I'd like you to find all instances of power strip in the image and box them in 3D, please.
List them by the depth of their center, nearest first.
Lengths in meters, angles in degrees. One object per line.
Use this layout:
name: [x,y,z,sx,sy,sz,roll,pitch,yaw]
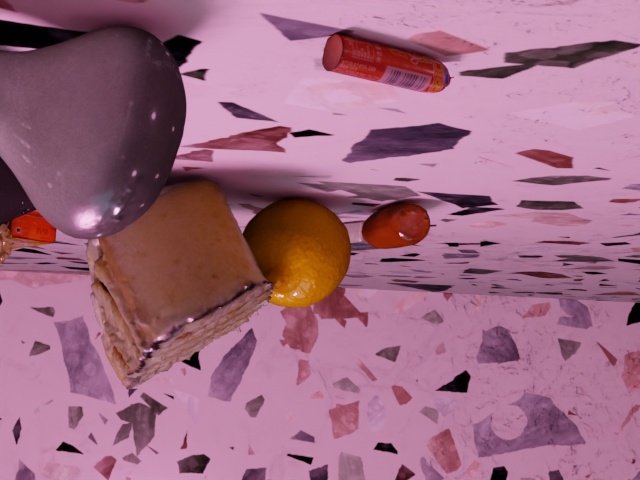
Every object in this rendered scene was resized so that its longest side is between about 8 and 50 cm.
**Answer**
power strip: [0.000,0.000,2.098,0.106,0.043,0.367,9,170,-41]

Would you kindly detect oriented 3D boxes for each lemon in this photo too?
lemon: [-0.041,0.019,1.726,0.187,0.187,0.244,1,-155,13]

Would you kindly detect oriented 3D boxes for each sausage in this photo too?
sausage: [0.064,-0.151,0.904,0.129,0.034,0.034,7,172,-32]
sausage: [0.125,-0.023,1.754,0.076,0.076,0.197,4,174,-15]

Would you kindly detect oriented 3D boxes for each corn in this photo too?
corn: [-0.648,-0.004,1.915,0.091,0.091,0.260,-13,-167,-37]

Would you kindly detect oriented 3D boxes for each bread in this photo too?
bread: [-0.233,0.040,1.599,0.239,0.264,0.395,-23,168,-22]

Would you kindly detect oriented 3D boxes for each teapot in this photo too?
teapot: [-0.244,-0.112,0.846,0.251,0.183,0.183,19,167,-22]

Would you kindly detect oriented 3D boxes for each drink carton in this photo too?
drink carton: [-0.605,-0.024,2.006,0.096,0.071,0.223,10,169,-43]

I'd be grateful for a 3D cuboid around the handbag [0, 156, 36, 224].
handbag: [-0.373,-0.099,1.073,0.288,0.152,0.342,-14,170,25]
